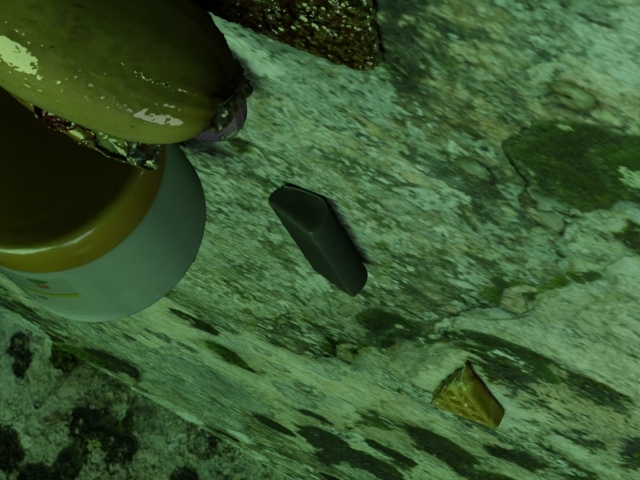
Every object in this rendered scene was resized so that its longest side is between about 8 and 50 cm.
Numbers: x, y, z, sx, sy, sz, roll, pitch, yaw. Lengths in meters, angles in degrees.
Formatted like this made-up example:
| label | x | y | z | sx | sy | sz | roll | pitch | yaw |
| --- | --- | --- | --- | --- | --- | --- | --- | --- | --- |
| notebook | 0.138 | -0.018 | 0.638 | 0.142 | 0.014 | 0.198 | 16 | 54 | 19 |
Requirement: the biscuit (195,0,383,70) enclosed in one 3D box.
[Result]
| label | x | y | z | sx | sy | sz | roll | pitch | yaw |
| --- | --- | --- | --- | --- | --- | --- | --- | --- | --- |
| biscuit | -0.058 | -0.204 | 1.380 | 0.231 | 0.025 | 0.131 | 23 | 165 | 15 |

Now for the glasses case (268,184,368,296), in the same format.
| label | x | y | z | sx | sy | sz | roll | pitch | yaw |
| --- | --- | --- | --- | --- | --- | --- | --- | --- | --- |
| glasses case | 0.000 | 0.000 | 1.908 | 0.072 | 0.042 | 0.190 | 28 | 166 | 26 |

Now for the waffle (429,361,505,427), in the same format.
| label | x | y | z | sx | sy | sz | roll | pitch | yaw |
| --- | --- | --- | --- | --- | --- | --- | --- | --- | --- |
| waffle | 0.169 | 0.189 | 2.269 | 0.125 | 0.032 | 0.191 | 20 | 161 | 33 |

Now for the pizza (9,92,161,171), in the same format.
| label | x | y | z | sx | sy | sz | roll | pitch | yaw |
| --- | --- | --- | --- | --- | --- | --- | --- | --- | --- |
| pizza | -0.222 | -0.135 | 1.548 | 0.201 | 0.053 | 0.193 | 31 | 154 | -7 |

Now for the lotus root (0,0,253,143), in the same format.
| label | x | y | z | sx | sy | sz | roll | pitch | yaw |
| --- | --- | --- | --- | --- | --- | --- | --- | --- | --- |
| lotus root | -0.194 | -0.173 | 1.389 | 0.303 | 0.146 | 0.131 | 29 | 138 | -26 |

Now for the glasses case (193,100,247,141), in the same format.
| label | x | y | z | sx | sy | sz | roll | pitch | yaw |
| --- | --- | --- | --- | --- | --- | --- | --- | --- | --- |
| glasses case | -0.215 | -0.178 | 1.620 | 0.316 | 0.076 | 0.123 | 24 | 162 | 12 |

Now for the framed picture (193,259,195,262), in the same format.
| label | x | y | z | sx | sy | sz | roll | pitch | yaw |
| --- | --- | --- | --- | --- | --- | --- | --- | --- | --- |
| framed picture | -0.244 | -0.018 | 2.310 | 0.149 | 0.011 | 0.109 | 24 | 164 | 12 |

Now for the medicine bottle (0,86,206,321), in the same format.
| label | x | y | z | sx | sy | sz | roll | pitch | yaw |
| --- | --- | --- | --- | --- | --- | --- | --- | --- | --- |
| medicine bottle | -0.261 | -0.057 | 1.784 | 0.238 | 0.238 | 0.232 | 21 | 164 | 20 |
